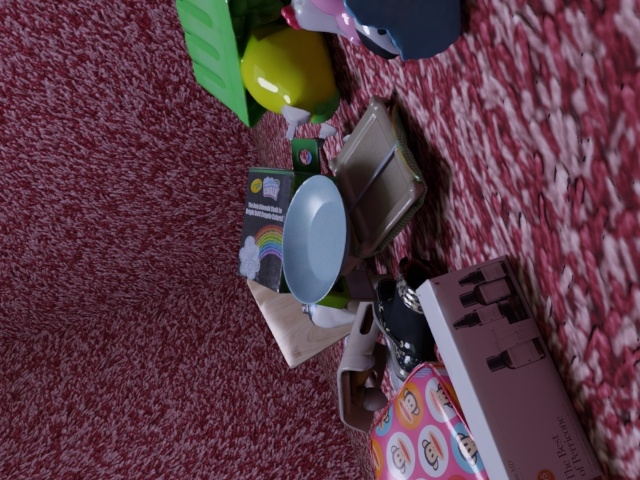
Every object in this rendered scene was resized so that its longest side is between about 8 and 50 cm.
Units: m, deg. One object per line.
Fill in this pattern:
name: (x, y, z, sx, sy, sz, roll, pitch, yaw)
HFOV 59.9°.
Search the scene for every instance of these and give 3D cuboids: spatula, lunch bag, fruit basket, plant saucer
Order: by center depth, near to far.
lunch bag: (0.189, 0.302, 0.710, 0.258, 0.120, 0.293, -68, 31, 32)
plant saucer: (0.000, 0.000, 0.840, 0.195, 0.037, 0.195, -18, 69, 59)
spatula: (0.002, -0.199, 1.050, 0.242, 0.168, 0.019, -168, 95, -84)
fruit basket: (-0.088, -0.390, 1.089, 0.392, 0.283, 0.392, 25, 155, 13)

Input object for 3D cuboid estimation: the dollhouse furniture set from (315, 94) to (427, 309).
dollhouse furniture set: (0.097, -0.049, 0.872, 0.301, 0.151, 0.198, -54, 41, 41)

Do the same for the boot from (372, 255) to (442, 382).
boot: (0.144, 0.091, 0.906, 0.236, 0.085, 0.179, -101, 11, -56)

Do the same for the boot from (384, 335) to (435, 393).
boot: (0.180, 0.271, 1.012, 0.123, 0.095, 0.258, 77, -179, -63)

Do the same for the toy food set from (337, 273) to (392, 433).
toy food set: (0.111, 0.241, 1.157, 0.306, 0.092, 0.220, 86, -159, -50)

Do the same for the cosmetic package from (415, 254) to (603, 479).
cosmetic package: (0.195, 0.144, 0.595, 0.060, 0.098, 0.239, 100, 152, -72)

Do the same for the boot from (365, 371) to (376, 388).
boot: (0.148, 0.418, 1.608, 0.118, 0.042, 0.087, 110, 144, -75)

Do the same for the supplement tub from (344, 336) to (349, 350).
supplement tub: (0.102, 0.299, 1.568, 0.107, 0.071, 0.071, 86, 165, -59)

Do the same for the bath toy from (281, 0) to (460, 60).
bath toy: (0.035, -0.296, 0.666, 0.348, 0.128, 0.152, -123, 18, -64)

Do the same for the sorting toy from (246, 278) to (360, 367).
sorting toy: (-0.012, 0.140, 1.381, 0.256, 0.257, 0.089, 60, -167, 18)

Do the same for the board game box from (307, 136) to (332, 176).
board game box: (0.023, -0.110, 1.429, 0.145, 0.027, 0.281, 108, 144, -72)

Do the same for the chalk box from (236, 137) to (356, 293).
chalk box: (-0.035, -0.054, 1.102, 0.180, 0.179, 0.289, 15, 99, 53)

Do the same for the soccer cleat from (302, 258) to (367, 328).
soccer cleat: (0.047, 0.034, 1.263, 0.116, 0.143, 0.332, 32, -120, -66)
